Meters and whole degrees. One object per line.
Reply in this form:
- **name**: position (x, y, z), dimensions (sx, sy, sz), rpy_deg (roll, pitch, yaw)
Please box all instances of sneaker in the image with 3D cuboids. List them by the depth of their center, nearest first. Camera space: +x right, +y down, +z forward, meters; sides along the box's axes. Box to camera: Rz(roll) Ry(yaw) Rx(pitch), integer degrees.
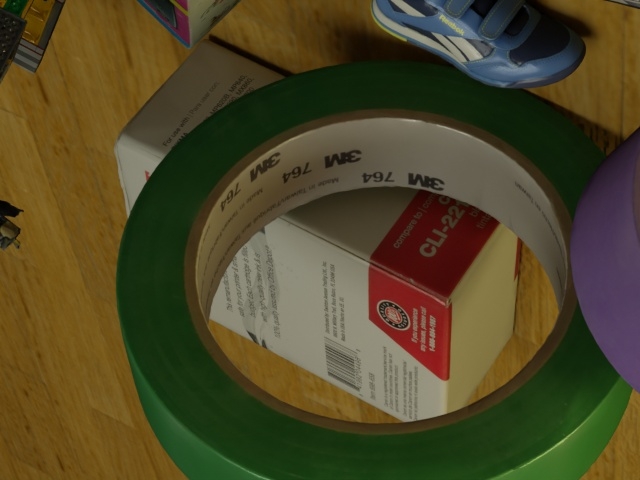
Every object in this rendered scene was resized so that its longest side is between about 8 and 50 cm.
- **sneaker**: position (0.091, -0.137, 1.133), dimensions (0.144, 0.053, 0.059), rpy_deg (24, 147, 22)

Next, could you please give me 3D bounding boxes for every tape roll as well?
- **tape roll**: position (0.238, 0.007, 1.035), dimensions (0.189, 0.189, 0.080), rpy_deg (38, 151, -1)
- **tape roll**: position (0.038, 0.034, 1.161), dimensions (0.321, 0.321, 0.077), rpy_deg (26, 150, 19)

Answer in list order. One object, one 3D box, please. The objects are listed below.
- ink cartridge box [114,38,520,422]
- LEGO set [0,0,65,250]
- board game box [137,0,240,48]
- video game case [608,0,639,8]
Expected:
- **ink cartridge box**: position (0.000, 0.000, 1.373), dimensions (0.272, 0.114, 0.197), rpy_deg (26, 151, 18)
- **LEGO set**: position (-0.280, -0.165, 1.275), dimensions (0.255, 0.331, 0.192), rpy_deg (20, 156, -11)
- **board game box**: position (-0.120, -0.227, 1.052), dimensions (0.224, 0.097, 0.303), rpy_deg (44, 179, -2)
- **video game case**: position (0.045, -0.221, 0.999), dimensions (0.274, 0.035, 0.248), rpy_deg (20, 166, 29)
